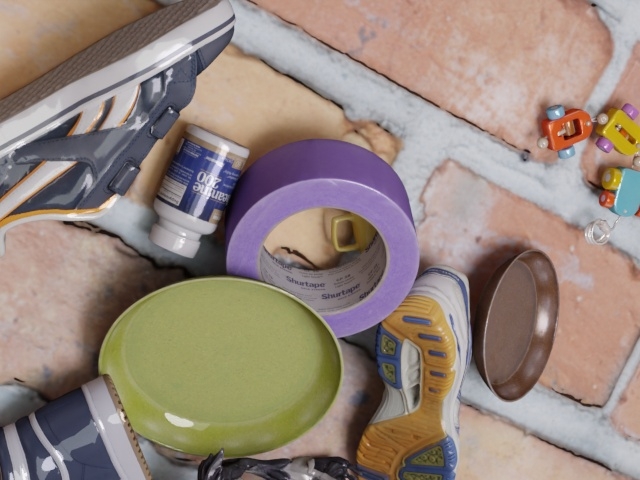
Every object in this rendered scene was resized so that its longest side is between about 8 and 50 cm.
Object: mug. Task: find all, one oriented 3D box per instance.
[{"bbox_3d":[0.053,-0.014,1.658,0.078,0.062,0.064,2,117,8],"label":"mug"}]

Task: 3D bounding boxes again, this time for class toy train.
[{"bbox_3d":[0.298,-0.085,1.752,0.125,0.046,0.166,-27,111,-14],"label":"toy train"}]

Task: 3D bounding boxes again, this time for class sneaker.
[{"bbox_3d":[0.116,0.163,1.702,0.112,0.131,0.296,18,125,14],"label":"sneaker"},{"bbox_3d":[-0.234,0.276,1.585,0.153,0.099,0.282,-22,117,-11],"label":"sneaker"},{"bbox_3d":[-0.203,-0.105,1.475,0.321,0.126,0.127,-30,111,-2],"label":"sneaker"}]

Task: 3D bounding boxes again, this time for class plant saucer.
[{"bbox_3d":[0.208,0.090,1.734,0.168,0.029,0.168,-19,114,-53],"label":"plant saucer"},{"bbox_3d":[-0.097,0.119,1.584,0.241,0.037,0.241,-1,128,-2],"label":"plant saucer"}]

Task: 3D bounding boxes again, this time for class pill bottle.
[{"bbox_3d":[-0.121,-0.047,1.558,0.067,0.067,0.120,22,95,-28],"label":"pill bottle"}]

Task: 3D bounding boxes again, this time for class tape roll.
[{"bbox_3d":[0.000,0.000,1.580,0.189,0.080,0.189,-2,123,-3],"label":"tape roll"}]

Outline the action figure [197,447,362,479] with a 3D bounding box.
[{"bbox_3d":[-0.046,0.284,1.597,0.275,0.141,0.164,-1,102,-56],"label":"action figure"}]
